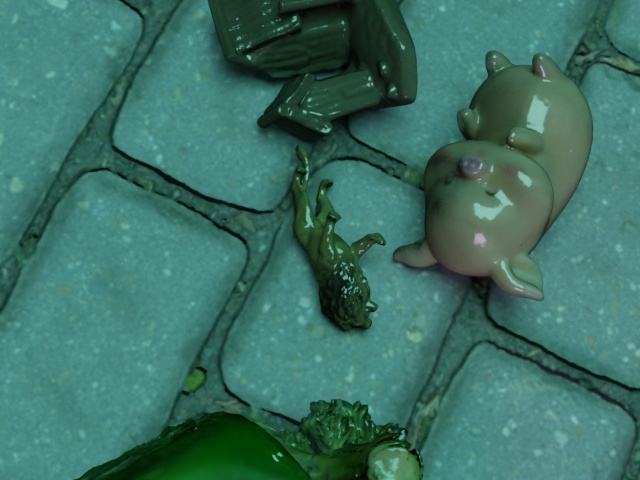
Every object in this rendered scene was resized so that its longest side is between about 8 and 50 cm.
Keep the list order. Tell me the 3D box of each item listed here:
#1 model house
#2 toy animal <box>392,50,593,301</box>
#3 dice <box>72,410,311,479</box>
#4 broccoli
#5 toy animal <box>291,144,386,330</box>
[{"bbox_3d":[-0.014,-0.219,1.875,0.188,0.122,0.229,-17,73,-12],"label":"model house"},{"bbox_3d":[0.193,-0.070,1.826,0.154,0.166,0.250,43,67,-36],"label":"toy animal"},{"bbox_3d":[-0.142,0.335,1.488,0.297,0.287,0.300,-31,94,-26],"label":"dice"},{"bbox_3d":[0.002,0.208,1.611,0.199,0.275,0.177,28,69,11],"label":"broccoli"},{"bbox_3d":[0.011,-0.012,1.815,0.069,0.086,0.219,12,52,-46],"label":"toy animal"}]
